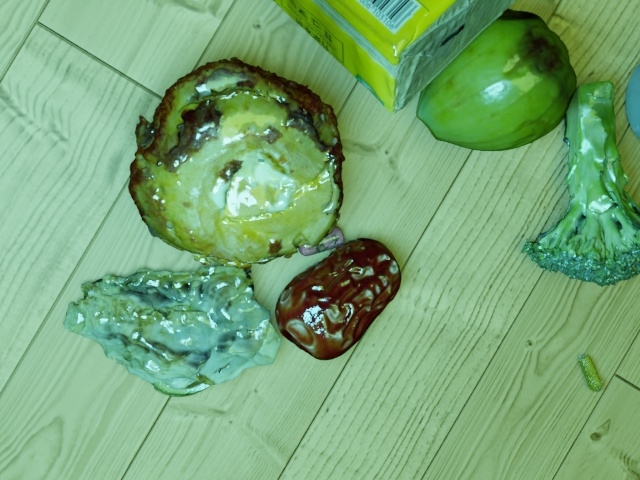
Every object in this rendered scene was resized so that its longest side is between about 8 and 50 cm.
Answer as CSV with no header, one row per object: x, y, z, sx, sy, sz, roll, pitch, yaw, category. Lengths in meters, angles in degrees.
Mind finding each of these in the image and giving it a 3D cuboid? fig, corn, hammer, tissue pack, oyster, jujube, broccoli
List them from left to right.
-0.244,0.147,1.398,0.355,0.107,0.201,-2,95,1,oyster
0.000,0.000,1.492,0.083,0.043,0.043,-16,101,-11,hammer
0.033,0.098,1.463,0.230,0.155,0.155,-39,105,-16,jujube
0.080,-0.437,1.297,0.293,0.228,0.382,-44,77,-6,tissue pack
0.289,-0.260,1.445,0.271,0.239,0.239,-25,104,21,fig
0.527,0.261,1.665,0.027,0.028,0.083,-33,105,-30,corn
0.528,-0.098,1.549,0.252,0.221,0.361,15,94,20,broccoli

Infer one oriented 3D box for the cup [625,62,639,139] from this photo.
0.710,-0.256,1.498,0.206,0.312,0.205,-1,95,-13,cup

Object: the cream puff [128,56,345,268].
-0.129,-0.128,1.345,0.351,0.228,0.350,-8,123,-12,cream puff

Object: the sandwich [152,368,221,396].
-0.221,0.232,1.473,0.135,0.029,0.067,-26,103,-10,sandwich
